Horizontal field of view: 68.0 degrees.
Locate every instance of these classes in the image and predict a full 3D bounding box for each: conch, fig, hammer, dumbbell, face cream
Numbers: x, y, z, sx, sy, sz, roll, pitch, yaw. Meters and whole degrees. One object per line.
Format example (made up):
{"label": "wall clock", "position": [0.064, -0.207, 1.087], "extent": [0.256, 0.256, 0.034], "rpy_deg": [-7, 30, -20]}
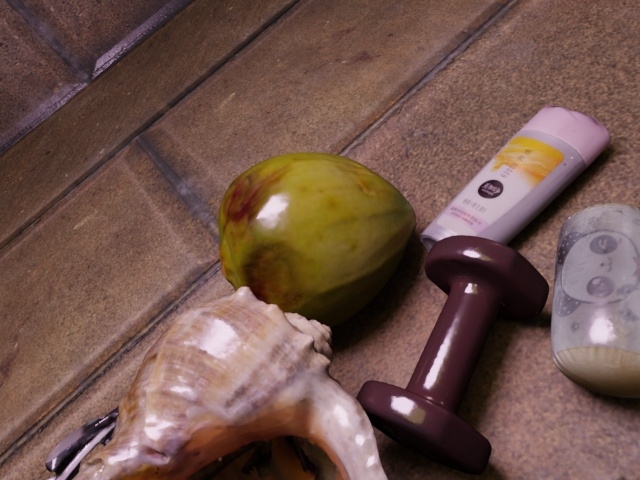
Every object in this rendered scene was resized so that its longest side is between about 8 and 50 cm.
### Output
{"label": "conch", "position": [-0.080, 0.229, 0.444], "extent": [0.297, 0.210, 0.352], "rpy_deg": [29, 73, 30]}
{"label": "fig", "position": [0.000, 0.000, 0.641], "extent": [0.272, 0.239, 0.239], "rpy_deg": [-10, 43, -14]}
{"label": "hammer", "position": [0.387, 0.064, 0.442], "extent": [0.306, 0.113, 0.201], "rpy_deg": [5, 60, 24]}
{"label": "dumbbell", "position": [0.142, 0.115, 0.507], "extent": [0.225, 0.140, 0.124], "rpy_deg": [-58, 20, -22]}
{"label": "face cream", "position": [0.257, -0.070, 0.639], "extent": [0.269, 0.073, 0.107], "rpy_deg": [-43, 53, -8]}

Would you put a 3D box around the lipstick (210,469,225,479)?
{"label": "lipstick", "position": [-0.188, 0.374, 0.540], "extent": [0.254, 0.070, 0.070], "rpy_deg": [-42, 45, -6]}

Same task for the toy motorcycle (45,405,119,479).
{"label": "toy motorcycle", "position": [-0.251, 0.278, 0.602], "extent": [0.327, 0.143, 0.188], "rpy_deg": [-47, 5, -32]}
